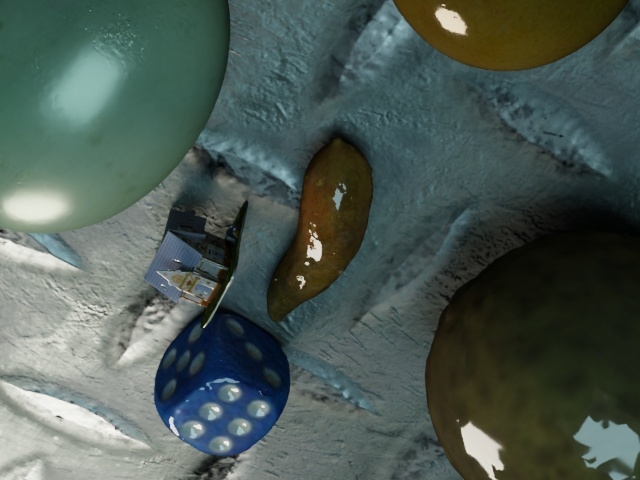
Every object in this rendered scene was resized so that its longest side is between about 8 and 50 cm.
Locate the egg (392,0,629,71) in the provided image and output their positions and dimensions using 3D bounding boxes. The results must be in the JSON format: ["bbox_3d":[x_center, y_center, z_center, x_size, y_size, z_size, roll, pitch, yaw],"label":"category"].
[{"bbox_3d":[0.173,-0.310,0.942,0.250,0.250,0.322,6,106,-7],"label":"egg"}]

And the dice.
[{"bbox_3d":[-0.133,0.196,1.477,0.146,0.146,0.143,33,115,-27],"label":"dice"}]

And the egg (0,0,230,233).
[{"bbox_3d":[-0.254,-0.171,1.130,0.276,0.276,0.389,36,117,-24],"label":"egg"}]

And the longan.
[{"bbox_3d":[0.327,0.178,1.348,0.391,0.391,0.391,-1,125,-2],"label":"longan"}]

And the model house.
[{"bbox_3d":[-0.156,0.013,1.335,0.088,0.167,0.117,23,126,-13],"label":"model house"}]

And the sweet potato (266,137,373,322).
[{"bbox_3d":[0.001,0.002,1.375,0.097,0.097,0.291,12,125,-11],"label":"sweet potato"}]
